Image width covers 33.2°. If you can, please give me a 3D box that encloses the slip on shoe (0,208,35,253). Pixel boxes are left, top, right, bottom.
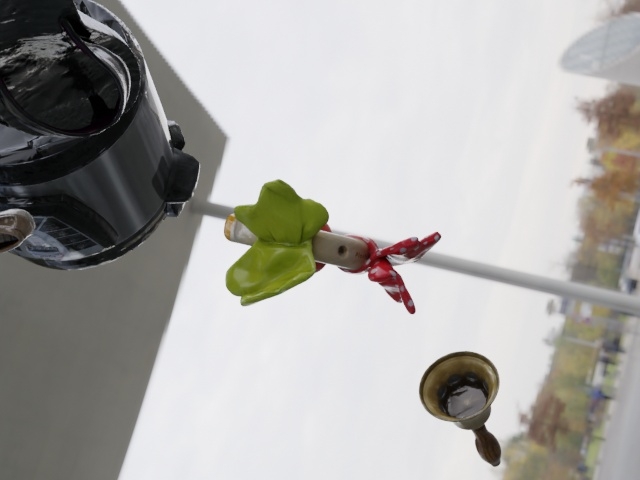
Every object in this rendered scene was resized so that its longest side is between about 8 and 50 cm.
[{"bbox_3d":[-0.396,0.000,1.243,0.041,0.135,0.051,-85,-19,-52],"label":"slip on shoe"}]

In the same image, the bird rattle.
[{"bbox_3d":[0.000,0.000,1.249,0.254,0.207,0.143,3,-82,-33],"label":"bird rattle"}]

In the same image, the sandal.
[{"bbox_3d":[-0.295,-0.183,1.166,0.168,0.107,0.446,-34,-13,-1],"label":"sandal"}]

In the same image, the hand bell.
[{"bbox_3d":[0.249,0.293,1.710,0.242,0.126,0.126,62,-138,-45],"label":"hand bell"}]

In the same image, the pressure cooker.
[{"bbox_3d":[-0.426,-0.156,1.799,0.375,0.370,0.420,-36,-25,-14],"label":"pressure cooker"}]
